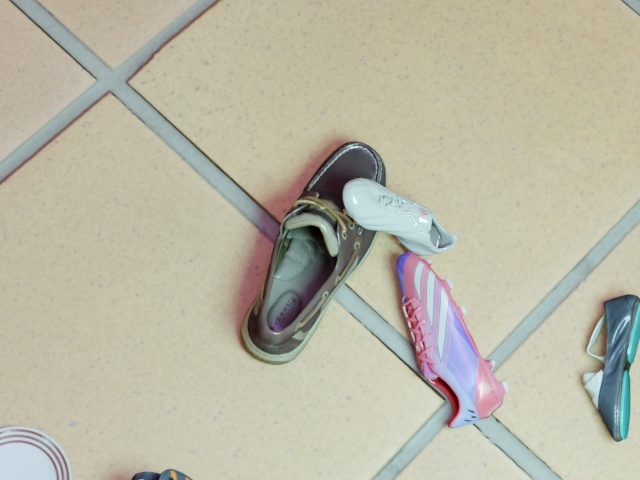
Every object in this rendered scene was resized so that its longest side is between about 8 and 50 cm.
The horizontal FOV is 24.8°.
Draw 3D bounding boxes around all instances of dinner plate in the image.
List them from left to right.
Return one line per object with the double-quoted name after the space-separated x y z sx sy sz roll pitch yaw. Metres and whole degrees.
-0.382 0.303 1.824 0.141 0.017 0.141 2 68 -6 "dinner plate"

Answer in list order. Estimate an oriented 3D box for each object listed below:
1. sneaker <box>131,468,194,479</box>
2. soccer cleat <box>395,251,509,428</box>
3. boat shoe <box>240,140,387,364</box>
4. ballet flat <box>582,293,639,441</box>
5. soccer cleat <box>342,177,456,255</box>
-0.244 0.356 1.722 0.321 0.124 0.180 24 48 -41 "sneaker"
0.154 0.129 1.929 0.095 0.083 0.248 -28 76 -12 "soccer cleat"
0.000 0.000 1.937 0.123 0.123 0.342 29 67 5 "boat shoe"
0.389 0.168 1.950 0.074 0.074 0.203 13 73 -1 "ballet flat"
0.105 -0.034 1.938 0.076 0.196 0.068 -7 63 40 "soccer cleat"
